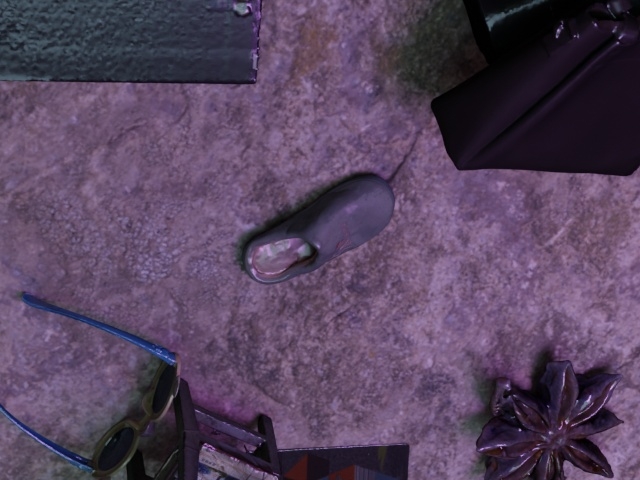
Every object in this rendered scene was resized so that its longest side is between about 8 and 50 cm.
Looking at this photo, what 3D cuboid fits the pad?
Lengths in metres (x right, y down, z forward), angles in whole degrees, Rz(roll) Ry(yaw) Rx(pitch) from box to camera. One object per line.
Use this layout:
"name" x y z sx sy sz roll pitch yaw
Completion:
"pad" 0.007 0.323 1.981 0.211 0.003 0.143 -2 116 -8

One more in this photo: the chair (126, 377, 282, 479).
"chair" -0.134 0.298 1.797 0.147 0.270 0.136 28 108 -19

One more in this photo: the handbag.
"handbag" 0.289 -0.167 1.632 0.285 0.113 0.257 1 151 -39

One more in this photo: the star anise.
"star anise" 0.276 0.228 1.933 0.230 0.081 0.262 -41 126 12

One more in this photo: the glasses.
"glasses" -0.285 0.160 1.837 0.220 0.088 0.190 37 107 -2

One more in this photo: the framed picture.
"framed picture" -0.227 -0.287 1.637 0.338 0.014 0.255 0 117 -8

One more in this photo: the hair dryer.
"hair dryer" 0.249 -0.360 1.634 0.244 0.116 0.302 -21 110 -1

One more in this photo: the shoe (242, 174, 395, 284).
"shoe" 0.000 0.000 1.779 0.195 0.078 0.079 -26 117 8
